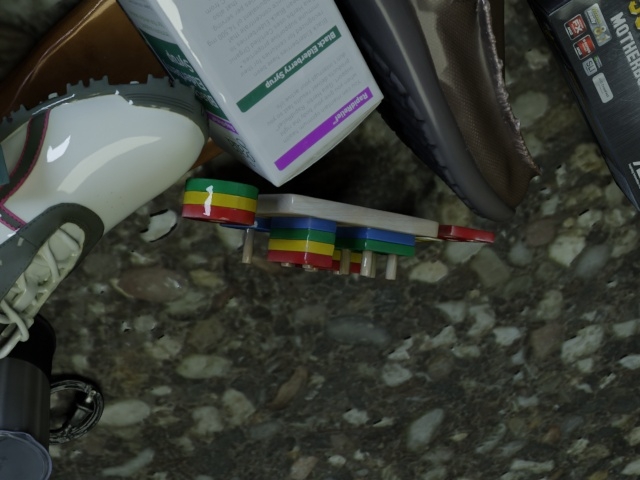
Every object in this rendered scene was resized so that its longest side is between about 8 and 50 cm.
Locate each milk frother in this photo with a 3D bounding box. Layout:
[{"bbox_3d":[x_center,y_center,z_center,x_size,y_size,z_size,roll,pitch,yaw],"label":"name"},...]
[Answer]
[{"bbox_3d":[-0.236,0.149,0.716,0.143,0.135,0.129,16,123,-26],"label":"milk frother"}]

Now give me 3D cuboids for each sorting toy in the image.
[{"bbox_3d":[0.000,0.000,0.652,0.274,0.132,0.046,8,86,-38],"label":"sorting toy"}]

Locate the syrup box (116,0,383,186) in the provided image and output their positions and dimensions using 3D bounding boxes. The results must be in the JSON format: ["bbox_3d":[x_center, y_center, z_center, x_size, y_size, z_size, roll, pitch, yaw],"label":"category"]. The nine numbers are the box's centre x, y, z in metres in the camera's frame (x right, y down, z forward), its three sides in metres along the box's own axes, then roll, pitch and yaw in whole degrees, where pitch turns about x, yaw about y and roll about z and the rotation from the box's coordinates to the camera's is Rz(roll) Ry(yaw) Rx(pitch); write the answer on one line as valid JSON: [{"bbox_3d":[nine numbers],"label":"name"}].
[{"bbox_3d":[-0.066,-0.154,0.522,0.096,0.093,0.237,-39,126,-10],"label":"syrup box"}]

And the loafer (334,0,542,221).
[{"bbox_3d":[0.075,-0.160,0.555,0.130,0.134,0.366,-34,128,0],"label":"loafer"}]

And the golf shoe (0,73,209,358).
[{"bbox_3d":[-0.177,0.005,0.520,0.272,0.120,0.105,-28,151,3],"label":"golf shoe"}]

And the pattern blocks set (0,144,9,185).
[{"bbox_3d":[-0.334,-0.074,0.467,0.324,0.026,0.285,-22,90,8],"label":"pattern blocks set"}]

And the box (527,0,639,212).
[{"bbox_3d":[0.282,-0.147,0.672,0.183,0.056,0.231,-31,129,11],"label":"box"}]

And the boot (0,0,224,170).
[{"bbox_3d":[-0.230,-0.076,0.568,0.280,0.096,0.264,-34,125,9],"label":"boot"}]
